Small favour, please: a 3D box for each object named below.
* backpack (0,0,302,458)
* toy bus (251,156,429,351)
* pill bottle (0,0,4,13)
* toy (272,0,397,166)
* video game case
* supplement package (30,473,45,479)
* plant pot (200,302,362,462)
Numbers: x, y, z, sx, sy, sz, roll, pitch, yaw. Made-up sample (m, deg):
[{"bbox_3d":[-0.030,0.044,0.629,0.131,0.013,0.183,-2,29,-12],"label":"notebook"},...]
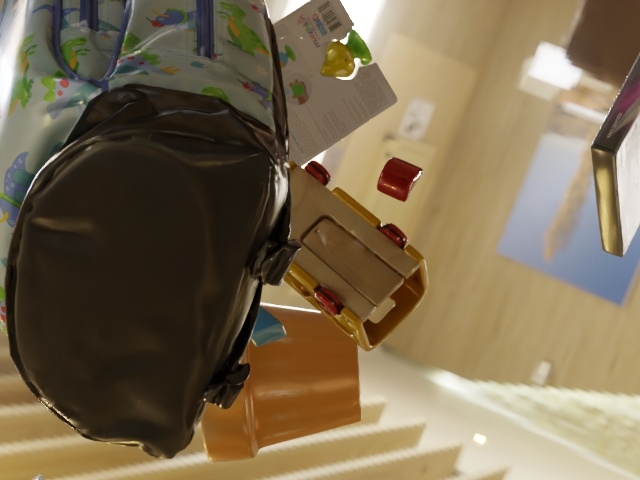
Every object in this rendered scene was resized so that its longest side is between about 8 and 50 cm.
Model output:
[{"bbox_3d":[-0.137,-0.076,0.978,0.273,0.290,0.355,18,-140,-3],"label":"backpack"},{"bbox_3d":[0.005,0.011,1.266,0.191,0.202,0.104,-3,154,8],"label":"toy bus"},{"bbox_3d":[-0.363,-0.313,1.445,0.210,0.210,0.363,20,-167,-2],"label":"pill bottle"},{"bbox_3d":[-0.055,-0.134,1.362,0.137,0.237,0.056,59,172,-16],"label":"toy"},{"bbox_3d":[0.306,-0.142,1.175,0.026,0.274,0.196,24,163,23],"label":"video game case"},{"bbox_3d":[-0.340,0.416,1.428,0.204,0.262,0.145,61,165,-18],"label":"supplement package"},{"bbox_3d":[-0.046,0.161,1.652,0.188,0.205,0.205,-4,-172,1],"label":"plant pot"}]
